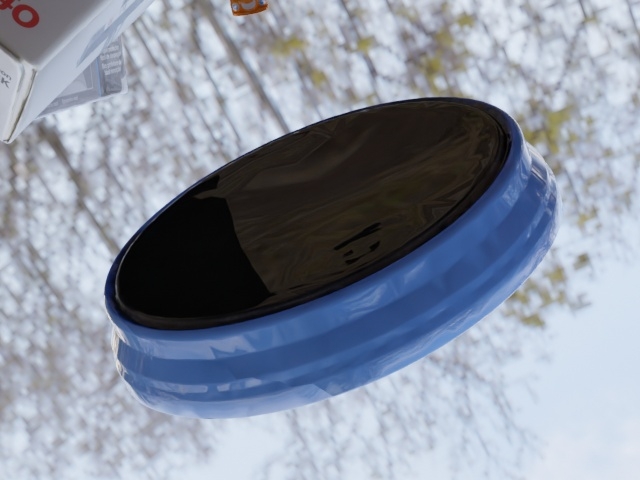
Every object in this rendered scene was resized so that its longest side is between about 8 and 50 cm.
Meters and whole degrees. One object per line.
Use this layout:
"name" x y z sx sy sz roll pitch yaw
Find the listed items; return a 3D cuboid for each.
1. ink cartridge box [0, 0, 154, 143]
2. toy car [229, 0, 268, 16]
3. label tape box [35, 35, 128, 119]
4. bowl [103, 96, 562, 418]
"ink cartridge box" -0.207 -0.233 1.216 0.197 0.114 0.273 38 -123 1
"toy car" -0.104 -0.232 1.530 0.122 0.040 0.060 2 -134 13
"label tape box" -0.297 -0.289 1.652 0.106 0.333 0.240 -4 -170 16
"bowl" 0.000 0.000 1.399 0.391 0.077 0.391 -20 -157 9
